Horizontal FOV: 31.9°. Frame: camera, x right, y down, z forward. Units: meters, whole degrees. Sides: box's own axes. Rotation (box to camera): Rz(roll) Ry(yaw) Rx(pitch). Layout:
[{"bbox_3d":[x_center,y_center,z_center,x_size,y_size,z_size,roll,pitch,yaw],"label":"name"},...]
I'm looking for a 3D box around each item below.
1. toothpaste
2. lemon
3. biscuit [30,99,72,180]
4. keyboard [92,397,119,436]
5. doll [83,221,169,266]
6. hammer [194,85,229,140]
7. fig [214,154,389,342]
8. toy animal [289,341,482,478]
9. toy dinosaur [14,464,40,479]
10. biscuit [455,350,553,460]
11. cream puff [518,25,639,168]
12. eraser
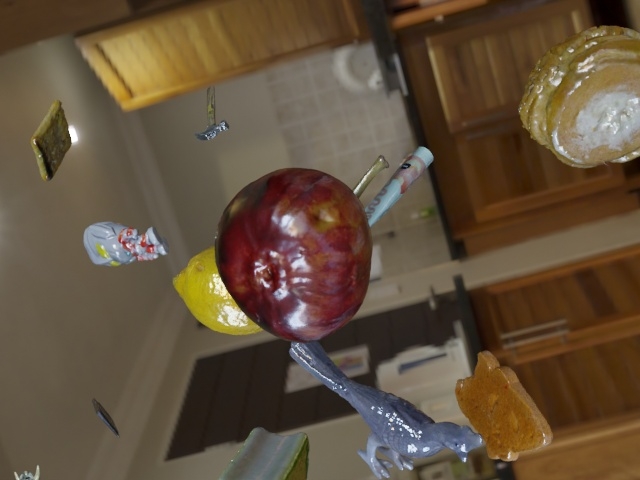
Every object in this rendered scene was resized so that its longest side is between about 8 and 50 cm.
[{"bbox_3d":[0.113,-0.076,1.817,0.036,0.205,0.056,50,152,-16],"label":"toothpaste"},{"bbox_3d":[-0.178,0.100,2.298,0.188,0.256,0.188,-167,90,-90],"label":"lemon"},{"bbox_3d":[-0.357,-0.133,1.486,0.083,0.018,0.081,87,-162,-52],"label":"biscuit"},{"bbox_3d":[-0.410,0.336,2.131,0.067,0.011,0.202,51,168,-8],"label":"keyboard"},{"bbox_3d":[-0.310,0.004,1.742,0.094,0.180,0.079,49,-127,-39],"label":"doll"},{"bbox_3d":[-0.192,-0.224,1.949,0.017,0.062,0.182,55,-168,-30],"label":"hammer"},{"bbox_3d":[-0.017,0.004,1.354,0.249,0.186,0.204,-45,-56,-68],"label":"fig"},{"bbox_3d":[0.109,0.299,1.811,0.081,0.367,0.206,-39,-40,-35],"label":"toy animal"},{"bbox_3d":[-0.302,0.282,1.181,0.047,0.030,0.083,144,112,-65],"label":"toy dinosaur"},{"bbox_3d":[0.301,0.280,1.844,0.280,0.043,0.183,14,112,64],"label":"biscuit"},{"bbox_3d":[0.286,-0.151,1.163,0.115,0.165,0.150,-106,28,-56],"label":"cream puff"},{"bbox_3d":[-0.077,0.371,1.424,0.274,0.092,0.210,-24,-62,-84],"label":"eraser"}]
